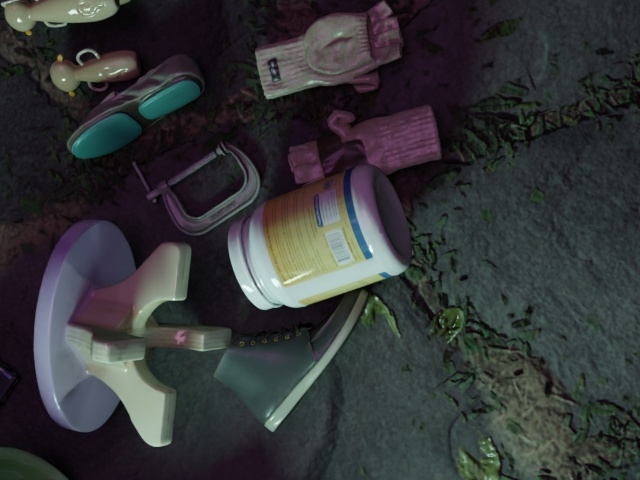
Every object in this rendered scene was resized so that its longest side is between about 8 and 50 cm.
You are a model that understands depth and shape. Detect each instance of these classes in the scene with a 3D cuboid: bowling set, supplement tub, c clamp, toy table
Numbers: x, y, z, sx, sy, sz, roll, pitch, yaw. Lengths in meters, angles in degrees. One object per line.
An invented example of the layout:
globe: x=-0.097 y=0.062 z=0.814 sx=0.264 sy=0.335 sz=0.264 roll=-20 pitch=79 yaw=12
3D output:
bowling set: x=-0.345 y=-0.356 z=1.477 sx=0.154 sy=0.287 sz=0.200 roll=-8 pitch=42 yaw=6
supplement tub: x=0.000 y=0.000 z=1.361 sx=0.199 sy=0.144 sz=0.144 roll=-19 pitch=82 yaw=19
c clamp: x=-0.165 y=-0.082 z=1.474 sx=0.160 sy=0.022 sz=0.137 roll=-27 pitch=81 yaw=11
toy table: x=-0.247 y=0.117 z=1.382 sx=0.160 sy=0.252 sz=0.274 roll=6 pitch=104 yaw=29

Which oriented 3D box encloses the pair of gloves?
pair of gloves: x=0.037 y=-0.178 z=1.423 sx=0.204 sy=0.042 sz=0.240 roll=-22 pitch=80 yaw=15

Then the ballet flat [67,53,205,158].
ballet flat: x=-0.255 y=-0.185 z=1.488 sx=0.213 sy=0.072 sz=0.068 roll=-28 pitch=53 yaw=10

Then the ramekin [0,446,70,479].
ramekin: x=-0.409 y=0.430 z=1.366 sx=0.148 sy=0.303 sz=0.303 roll=-30 pitch=80 yaw=17

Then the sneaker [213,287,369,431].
sneaker: x=-0.039 y=0.128 z=1.396 sx=0.118 sy=0.083 sz=0.222 roll=38 pitch=97 yaw=6

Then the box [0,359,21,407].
box: x=-0.474 y=0.195 z=1.532 sx=0.083 sy=0.018 sz=0.067 roll=37 pitch=95 yaw=12
